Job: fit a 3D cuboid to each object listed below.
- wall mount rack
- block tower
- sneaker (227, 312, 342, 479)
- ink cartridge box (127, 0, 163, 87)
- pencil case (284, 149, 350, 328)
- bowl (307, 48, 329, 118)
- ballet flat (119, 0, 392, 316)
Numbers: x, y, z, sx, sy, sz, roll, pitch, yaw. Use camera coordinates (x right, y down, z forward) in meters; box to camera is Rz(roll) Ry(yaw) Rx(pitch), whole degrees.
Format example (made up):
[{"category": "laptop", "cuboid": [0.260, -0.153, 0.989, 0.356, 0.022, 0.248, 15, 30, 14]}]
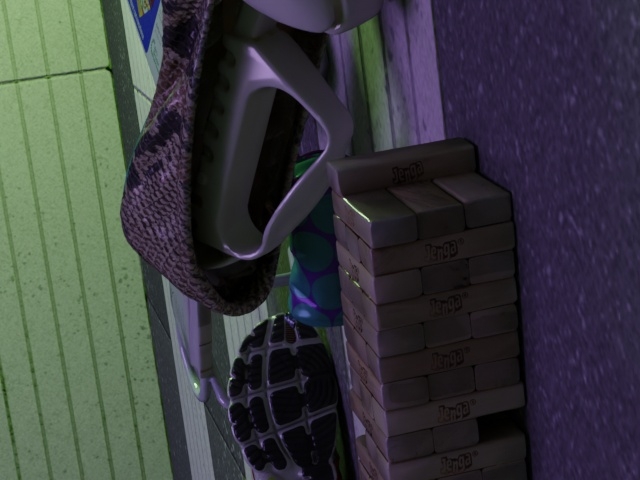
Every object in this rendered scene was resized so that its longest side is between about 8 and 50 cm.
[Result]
[{"category": "wall mount rack", "cuboid": [-0.103, -0.001, 1.698, 0.350, 0.130, 0.304, 94, 159, -50]}, {"category": "block tower", "cuboid": [0.073, 0.113, 0.987, 0.097, 0.091, 0.335, -135, 36, -70]}, {"category": "sneaker", "cuboid": [-0.028, 0.211, 1.555, 0.118, 0.107, 0.279, 108, 154, -86]}, {"category": "ink cartridge box", "cuboid": [-0.110, -0.294, 1.547, 0.304, 0.072, 0.307, -111, 34, -46]}, {"category": "pencil case", "cuboid": [0.000, 0.000, 1.312, 0.070, 0.064, 0.152, 33, 137, 38]}, {"category": "bowl", "cuboid": [-0.033, -0.166, 1.361, 0.142, 0.053, 0.142, 111, 148, -69]}, {"category": "ballet flat", "cuboid": [-0.035, -0.141, 1.134, 0.182, 0.164, 0.483, 44, 137, 33]}]
